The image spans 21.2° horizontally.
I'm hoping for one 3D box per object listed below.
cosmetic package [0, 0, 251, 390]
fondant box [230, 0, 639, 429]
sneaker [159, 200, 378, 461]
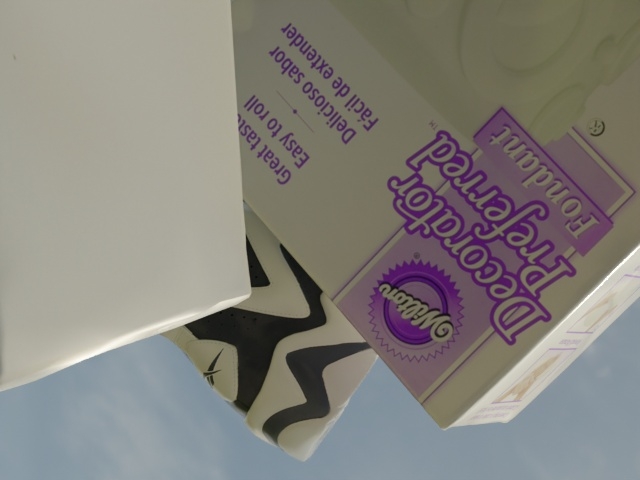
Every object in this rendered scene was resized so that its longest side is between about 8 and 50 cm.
[{"bbox_3d":[-0.162,-0.151,0.666,0.217,0.156,0.385,3,-79,35],"label":"cosmetic package"},{"bbox_3d":[0.112,-0.103,0.840,0.330,0.096,0.238,-47,-109,17],"label":"fondant box"},{"bbox_3d":[-0.015,0.002,0.978,0.153,0.235,0.094,34,-37,2],"label":"sneaker"}]
